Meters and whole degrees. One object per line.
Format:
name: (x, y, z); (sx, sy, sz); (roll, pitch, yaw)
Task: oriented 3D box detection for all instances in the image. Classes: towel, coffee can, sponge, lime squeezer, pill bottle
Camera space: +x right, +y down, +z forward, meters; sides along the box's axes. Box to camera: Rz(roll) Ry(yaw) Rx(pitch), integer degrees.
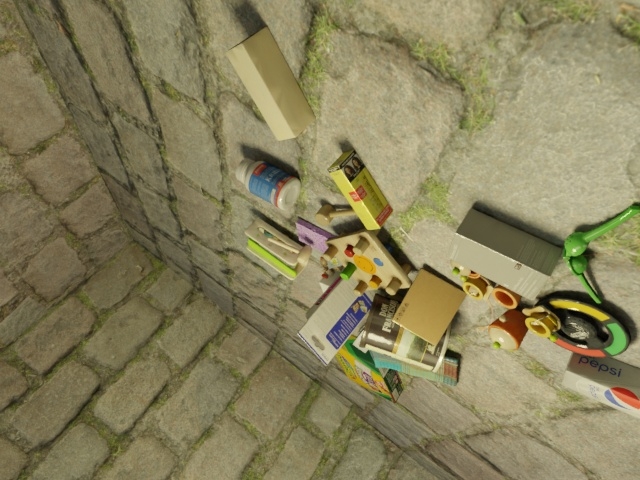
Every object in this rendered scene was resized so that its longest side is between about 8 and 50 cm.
towel: (0.387, 0.516, 1.776); (0.370, 0.040, 0.271); (8, 147, 23)
coffee can: (0.297, 0.324, 1.494); (0.275, 0.202, 0.202); (17, 147, 9)
sponge: (0.000, 0.000, 1.651); (0.210, 0.031, 0.117); (28, 150, 23)
lime squeezer: (0.605, 0.033, 0.950); (0.109, 0.059, 0.310); (-5, 134, 13)
pill bottle: (-0.190, -0.207, 1.495); (0.221, 0.124, 0.124); (29, 149, 20)

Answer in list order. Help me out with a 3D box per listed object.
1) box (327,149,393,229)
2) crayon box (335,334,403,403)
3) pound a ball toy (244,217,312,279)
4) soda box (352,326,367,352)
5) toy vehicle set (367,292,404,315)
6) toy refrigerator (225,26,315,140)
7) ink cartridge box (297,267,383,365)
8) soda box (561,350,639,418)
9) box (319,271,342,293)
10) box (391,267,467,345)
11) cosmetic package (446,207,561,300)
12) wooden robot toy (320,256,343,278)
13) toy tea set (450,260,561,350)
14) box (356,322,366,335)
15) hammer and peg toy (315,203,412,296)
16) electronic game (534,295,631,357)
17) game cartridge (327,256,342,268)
box: (0.120, -0.145, 1.243); (0.058, 0.087, 0.232); (-4, 128, 53)
crayon box: (0.239, 0.657, 2.202); (0.313, 0.106, 0.363); (14, 142, 41)
pound a ball toy: (-0.159, 0.015, 1.762); (0.319, 0.136, 0.208); (32, 147, 18)
soda box: (0.211, 0.427, 1.872); (0.073, 0.069, 0.216); (34, 151, 10)
toy vehicle set: (0.303, 0.306, 1.704); (0.166, 0.035, 0.267); (38, 152, 6)
toy refrigerator: (-0.133, -0.418, 1.153); (0.094, 0.102, 0.270); (4, 135, 48)
ink cartridge box: (0.072, 0.264, 1.575); (0.176, 0.371, 0.069); (51, 152, -17)
soda box: (0.821, 0.398, 1.133); (0.286, 0.098, 0.091); (21, 146, 34)
box: (0.098, 0.210, 1.763); (0.170, 0.091, 0.130); (21, 146, 32)
box: (0.351, 0.216, 1.367); (0.164, 0.201, 0.021); (29, -172, 10)
cosmetic package: (0.454, 0.032, 1.065); (0.237, 0.107, 0.127); (25, 151, 21)
wooden robot toy: (0.024, 0.101, 1.692); (0.079, 0.076, 0.173); (47, 164, -10)
toy tea set: (0.480, 0.180, 1.181); (0.336, 0.124, 0.200); (46, 159, 10)
box: (0.257, 0.437, 1.944); (0.145, 0.038, 0.186); (37, 150, 8)
hammer and peg toy: (0.128, 0.036, 1.441); (0.361, 0.127, 0.266); (50, 151, -16)
electronic game: (0.683, 0.229, 1.117); (0.229, 0.048, 0.229); (30, 149, 20)
game cartridge: (0.056, 0.073, 1.601); (0.083, 0.017, 0.056); (-22, 75, 43)
